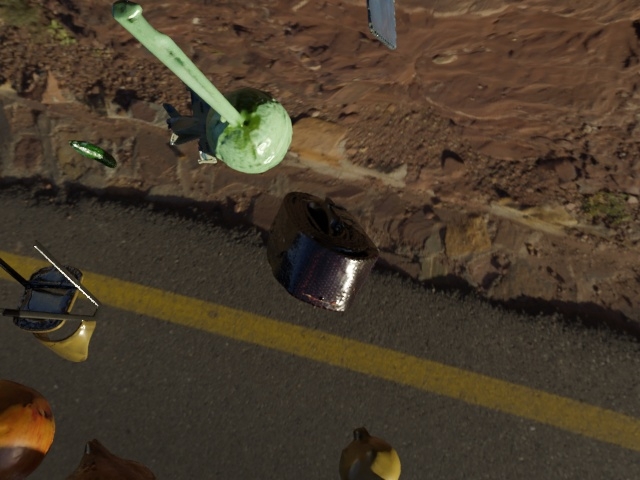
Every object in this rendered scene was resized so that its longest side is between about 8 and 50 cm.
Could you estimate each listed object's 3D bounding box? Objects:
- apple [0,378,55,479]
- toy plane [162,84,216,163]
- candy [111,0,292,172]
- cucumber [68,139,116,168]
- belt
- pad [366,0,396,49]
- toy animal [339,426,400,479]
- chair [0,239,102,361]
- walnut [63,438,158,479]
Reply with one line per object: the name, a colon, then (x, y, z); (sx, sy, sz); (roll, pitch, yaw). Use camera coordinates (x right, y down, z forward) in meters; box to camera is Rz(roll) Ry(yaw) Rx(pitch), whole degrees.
apple: (-0.434, 0.256, 0.766); (0.146, 0.146, 0.146); (3, 108, 9)
toy plane: (-0.209, -0.245, 1.228); (0.262, 0.088, 0.192); (1, 131, 0)
candy: (-0.123, -0.160, 0.639); (0.119, 0.440, 0.119); (0, 88, 8)
cucumber: (-0.574, -0.225, 1.426); (0.037, 0.155, 0.037); (-9, 70, 26)
belt: (0.000, 0.000, 1.085); (0.184, 0.289, 0.164); (13, 112, -22)
pad: (0.089, -0.430, 0.836); (0.012, 0.269, 0.269); (0, 101, 14)
toy animal: (0.125, 0.571, 1.287); (0.195, 0.169, 0.281); (-12, 67, -16)
chair: (-0.546, 0.125, 1.109); (0.159, 0.247, 0.172); (-1, 66, 25)
walnut: (-0.296, 0.451, 0.813); (0.209, 0.209, 0.336); (-28, 64, 16)
